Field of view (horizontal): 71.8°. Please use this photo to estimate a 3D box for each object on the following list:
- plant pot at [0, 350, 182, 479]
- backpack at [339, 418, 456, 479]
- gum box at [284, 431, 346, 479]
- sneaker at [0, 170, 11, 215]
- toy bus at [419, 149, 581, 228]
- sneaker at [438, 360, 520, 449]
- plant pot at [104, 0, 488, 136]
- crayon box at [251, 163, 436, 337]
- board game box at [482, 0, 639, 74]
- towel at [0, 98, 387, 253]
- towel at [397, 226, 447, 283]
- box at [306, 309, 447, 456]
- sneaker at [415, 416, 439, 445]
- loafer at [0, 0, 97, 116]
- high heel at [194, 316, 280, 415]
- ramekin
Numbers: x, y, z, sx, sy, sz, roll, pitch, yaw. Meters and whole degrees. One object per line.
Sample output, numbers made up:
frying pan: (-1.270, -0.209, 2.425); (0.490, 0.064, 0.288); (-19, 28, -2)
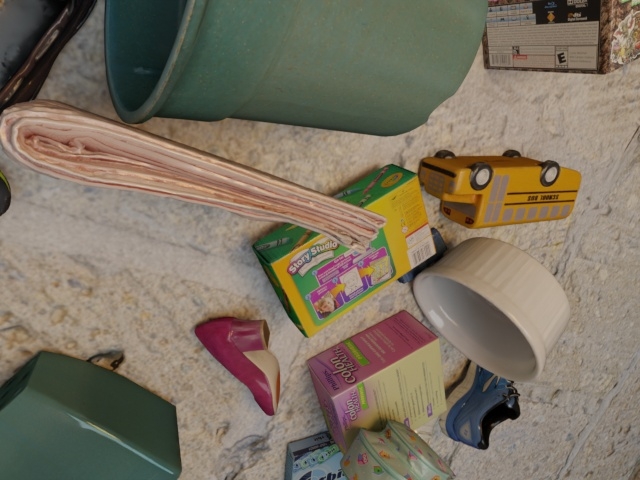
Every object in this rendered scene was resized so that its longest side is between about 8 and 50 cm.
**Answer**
plant pot: (-0.348, 0.282, 0.634); (0.166, 0.165, 0.234); (-42, 116, -5)
backpack: (0.135, 0.416, 0.795); (0.188, 0.166, 0.144); (29, 95, -37)
gum box: (-0.002, 0.514, 0.984); (0.157, 0.041, 0.184); (-5, 114, -26)
sneaker: (-0.483, -0.069, 0.430); (0.300, 0.121, 0.111); (14, 104, -32)
toy bus: (0.350, -0.102, 0.861); (0.333, 0.108, 0.130); (-6, 115, -26)
sneaker: (0.430, 0.353, 1.063); (0.130, 0.147, 0.330); (44, 74, -35)
plant pot: (-0.021, -0.266, 0.483); (0.334, 0.341, 0.341); (3, 110, -38)
crayon box: (0.048, 0.014, 0.732); (0.279, 0.081, 0.165); (-31, 124, -14)
board game box: (0.370, -0.419, 0.658); (0.141, 0.232, 0.290); (-28, 122, -16)
towel: (-0.143, -0.076, 0.480); (0.317, 0.332, 0.053); (15, 97, -33)
towel: (0.194, 0.029, 0.883); (0.119, 0.029, 0.067); (-37, 123, -8)
box: (0.122, 0.301, 0.911); (0.243, 0.117, 0.213); (-24, 121, -17)
sneaker: (0.216, 0.495, 1.024); (0.114, 0.152, 0.305); (22, 98, -32)
loafer: (-0.304, -0.252, 0.459); (0.109, 0.095, 0.302); (23, 99, -32)
high heel: (-0.139, 0.231, 0.784); (0.117, 0.082, 0.244); (-3, 130, 5)
ramekin: (0.330, 0.125, 0.855); (0.135, 0.277, 0.277); (-41, 124, -18)
